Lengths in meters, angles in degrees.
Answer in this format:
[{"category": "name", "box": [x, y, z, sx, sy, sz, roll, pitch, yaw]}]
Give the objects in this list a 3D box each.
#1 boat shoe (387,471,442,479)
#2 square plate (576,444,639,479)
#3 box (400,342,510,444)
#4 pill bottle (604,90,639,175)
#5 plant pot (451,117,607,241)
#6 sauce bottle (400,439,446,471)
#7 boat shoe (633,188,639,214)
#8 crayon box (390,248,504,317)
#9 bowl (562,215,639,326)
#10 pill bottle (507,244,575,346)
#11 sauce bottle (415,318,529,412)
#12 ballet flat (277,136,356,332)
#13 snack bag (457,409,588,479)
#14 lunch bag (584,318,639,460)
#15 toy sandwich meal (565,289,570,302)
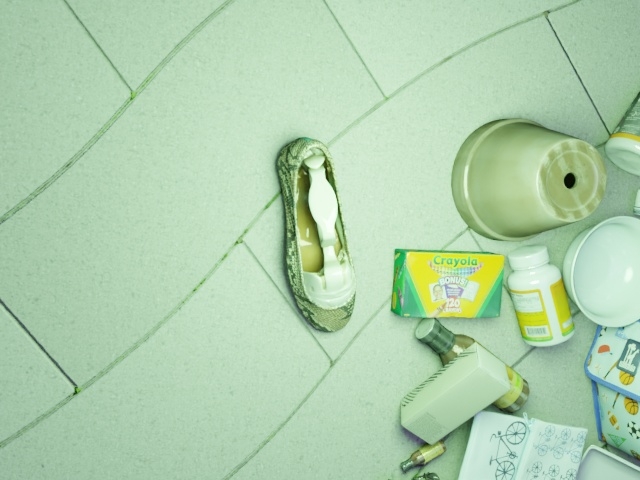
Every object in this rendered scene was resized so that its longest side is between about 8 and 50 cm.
[{"category": "boat shoe", "box": [0.289, 0.654, 1.621, 0.285, 0.103, 0.092, 21, 84, -20]}, {"category": "square plate", "box": [0.822, 0.753, 1.699, 0.344, 0.049, 0.347, 23, 113, 7]}, {"category": "box", "box": [0.329, 0.384, 1.537, 0.113, 0.094, 0.275, 37, 118, -15]}, {"category": "pill bottle", "box": [0.908, -0.323, 1.664, 0.162, 0.162, 0.278, 36, 84, -16]}, {"category": "plant pot", "box": [0.527, -0.145, 1.515, 0.323, 0.280, 0.323, -2, 97, -15]}, {"category": "sauce bottle", "box": [0.271, 0.570, 1.635, 0.128, 0.042, 0.042, -26, 102, -9]}, {"category": "boat shoe", "box": [1.011, -0.114, 1.747, 0.258, 0.095, 0.084, -3, 100, -16]}, {"category": "crayon box", "box": [0.326, 0.109, 1.584, 0.279, 0.081, 0.165, 2, 95, -16]}, {"category": "bowl", "box": [0.768, 0.078, 1.677, 0.298, 0.134, 0.297, -1, 95, -15]}, {"category": "pill bottle", "box": [0.573, 0.142, 1.627, 0.136, 0.136, 0.245, -20, 100, -13]}, {"category": "sauce bottle", "box": [0.393, 0.320, 1.608, 0.344, 0.111, 0.111, 37, 85, -17]}, {"category": "ballet flat", "box": [0.000, 0.000, 1.431, 0.164, 0.182, 0.482, -12, 99, -15]}, {"category": "snack bag", "box": [0.512, 0.611, 1.607, 0.343, 0.037, 0.323, 16, 90, -13]}, {"category": "lunch bag", "box": [0.896, 0.402, 1.647, 0.239, 0.328, 0.385, -12, 100, -15]}, {"category": "toy sandwich meal", "box": [0.651, 0.164, 1.707, 0.086, 0.029, 0.085, -2, 96, -15]}]
